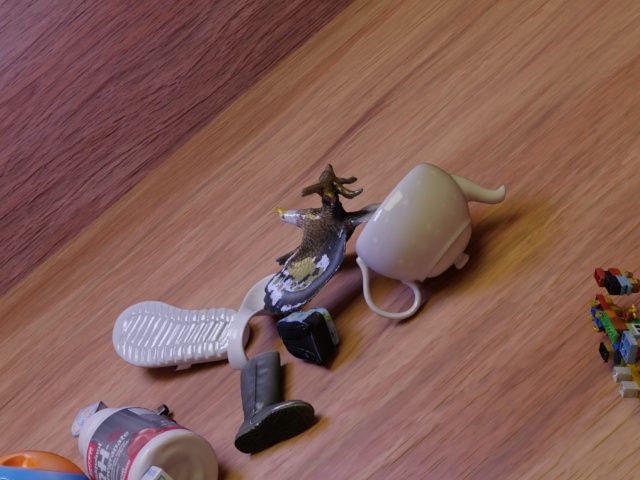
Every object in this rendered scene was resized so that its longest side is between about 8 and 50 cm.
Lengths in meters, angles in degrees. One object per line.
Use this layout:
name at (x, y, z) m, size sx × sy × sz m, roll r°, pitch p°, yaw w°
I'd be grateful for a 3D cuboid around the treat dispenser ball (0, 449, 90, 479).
treat dispenser ball at (-0.561, 0.547, 1.343) m, size 0.288 × 0.288 × 0.288 m, roll -29°, pitch 30°, yaw 19°

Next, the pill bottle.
pill bottle at (-0.352, 0.425, 1.390) m, size 0.318 × 0.176 × 0.176 m, roll 2°, pitch 49°, yaw 51°

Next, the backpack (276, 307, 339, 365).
backpack at (-0.024, 0.188, 1.426) m, size 0.084 × 0.105 × 0.114 m, roll -32°, pitch 17°, yaw -37°

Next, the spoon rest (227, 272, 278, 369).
spoon rest at (-0.131, 0.159, 1.584) m, size 0.137 × 0.084 × 0.276 m, roll -6°, pitch 38°, yaw 30°

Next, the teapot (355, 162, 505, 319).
teapot at (0.199, -0.007, 1.364) m, size 0.252 × 0.187 × 0.256 m, roll -41°, pitch -13°, yaw -46°

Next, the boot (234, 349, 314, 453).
boot at (-0.090, 0.297, 1.391) m, size 0.190 × 0.076 × 0.208 m, roll -26°, pitch 24°, yaw 19°

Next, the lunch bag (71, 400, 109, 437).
lunch bag at (-0.562, 0.444, 1.737) m, size 0.071 × 0.053 × 0.083 m, roll -27°, pitch 21°, yaw 18°

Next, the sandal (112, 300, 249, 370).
sandal at (-0.340, 0.245, 1.725) m, size 0.416 × 0.102 × 0.169 m, roll 0°, pitch 61°, yaw 32°

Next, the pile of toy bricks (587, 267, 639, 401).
pile of toy bricks at (0.451, 0.121, 0.985) m, size 0.105 × 0.118 × 0.212 m, roll 1°, pitch 28°, yaw 5°

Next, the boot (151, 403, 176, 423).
boot at (-0.362, 0.417, 1.562) m, size 0.087 × 0.042 × 0.118 m, roll -46°, pitch 28°, yaw 0°

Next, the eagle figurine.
eagle figurine at (-0.008, -0.005, 1.511) m, size 0.226 × 0.298 × 0.225 m, roll -7°, pitch 31°, yaw -33°

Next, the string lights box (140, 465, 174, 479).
string lights box at (-0.308, 0.516, 1.157) m, size 0.259 × 0.133 × 0.077 m, roll -49°, pitch 10°, yaw -25°
